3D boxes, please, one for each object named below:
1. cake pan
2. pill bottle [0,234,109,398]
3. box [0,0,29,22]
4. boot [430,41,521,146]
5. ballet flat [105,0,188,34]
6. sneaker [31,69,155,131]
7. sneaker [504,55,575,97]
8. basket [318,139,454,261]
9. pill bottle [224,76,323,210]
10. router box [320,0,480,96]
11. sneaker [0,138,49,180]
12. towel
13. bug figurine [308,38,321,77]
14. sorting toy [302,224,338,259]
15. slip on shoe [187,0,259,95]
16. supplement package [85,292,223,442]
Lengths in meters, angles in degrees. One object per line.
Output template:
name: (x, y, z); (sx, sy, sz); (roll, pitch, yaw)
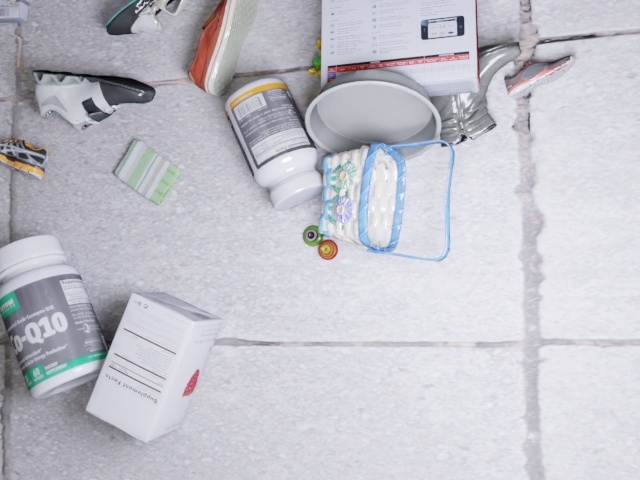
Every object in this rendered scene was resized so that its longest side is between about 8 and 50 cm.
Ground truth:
cake pan: (0.114, -0.266, 1.493); (0.293, 0.293, 0.054); (-2, 62, 14)
pill bottle: (-0.663, 0.184, 1.686); (0.204, 0.204, 0.361); (-28, 79, 11)
box: (-0.870, -0.694, 1.895); (0.145, 0.038, 0.186); (3, 87, 14)
boot: (0.354, -0.316, 1.527); (0.246, 0.083, 0.161); (-27, 83, 24)
ballet flat: (-0.417, -0.592, 1.743); (0.280, 0.095, 0.096); (-39, 89, 9)
sneaker: (-0.574, -0.351, 1.763); (0.330, 0.122, 0.146); (7, 106, 14)
sneaker: (0.476, -0.374, 1.509); (0.158, 0.061, 0.065); (-25, 73, 11)
basket: (0.145, -0.084, 1.496); (0.289, 0.201, 0.255); (1, 85, 24)
pill bottle: (-0.102, -0.220, 1.594); (0.162, 0.162, 0.278); (-26, 81, 11)
router box: (0.172, -0.462, 1.495); (0.335, 0.082, 0.301); (-1, 80, 16)
sneaker: (-0.809, -0.232, 1.827); (0.215, 0.084, 0.083); (23, 78, 12)
towel: (-0.439, -0.173, 1.752); (0.152, 0.023, 0.113); (34, 97, 12)
bug figurine: (0.095, -0.459, 1.604); (0.216, 0.072, 0.279); (15, 88, 17)
sorting toy: (0.000, 0.000, 1.610); (0.102, 0.042, 0.061); (40, 96, 14)
slip on shoe: (-0.237, -0.521, 1.680); (0.101, 0.123, 0.331); (23, 96, 19)
supplement package: (-0.383, 0.289, 1.617); (0.175, 0.177, 0.293); (22, 92, 15)
